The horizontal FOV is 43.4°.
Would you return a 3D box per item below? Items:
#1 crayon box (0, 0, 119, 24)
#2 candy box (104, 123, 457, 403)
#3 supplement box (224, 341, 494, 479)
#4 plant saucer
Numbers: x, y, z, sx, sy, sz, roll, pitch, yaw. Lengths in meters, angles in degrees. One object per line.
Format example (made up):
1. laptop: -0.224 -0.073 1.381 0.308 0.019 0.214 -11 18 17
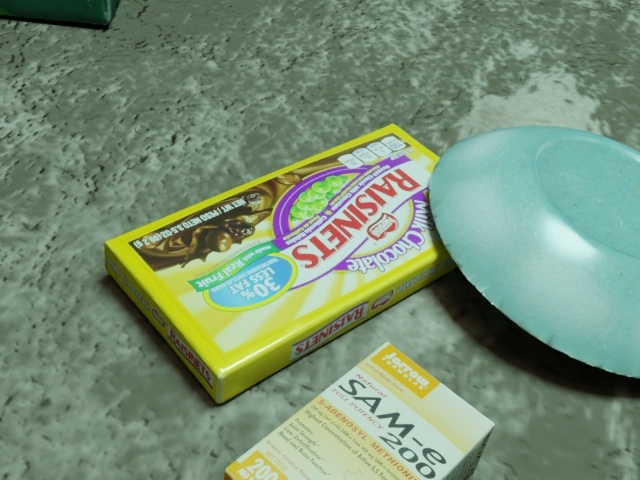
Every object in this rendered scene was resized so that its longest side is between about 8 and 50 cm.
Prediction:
1. crayon box: -0.312 -0.270 0.648 0.322 0.083 0.203 6 42 -4
2. candy box: 0.000 0.000 0.439 0.205 0.027 0.105 -26 56 -32
3. supplement box: 0.016 0.093 0.330 0.062 0.036 0.098 36 48 27
4. plant saucer: 0.157 -0.012 0.446 0.194 0.037 0.195 12 44 -11
